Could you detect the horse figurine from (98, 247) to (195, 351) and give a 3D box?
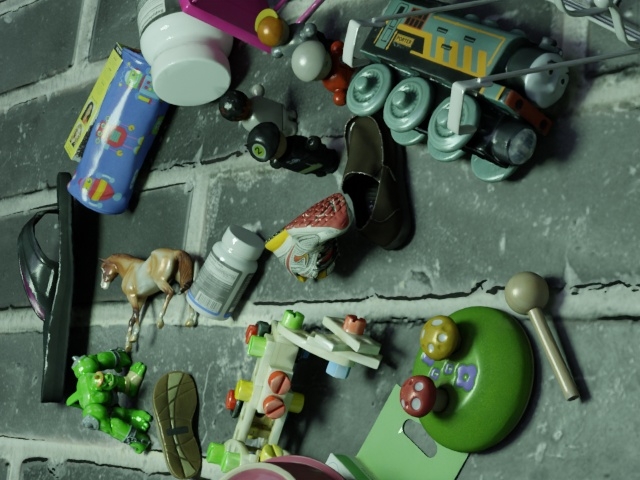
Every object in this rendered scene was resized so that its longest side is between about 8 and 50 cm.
[{"bbox_3d":[-0.281,0.078,2.050,0.263,0.066,0.174,-24,60,43],"label":"horse figurine"}]

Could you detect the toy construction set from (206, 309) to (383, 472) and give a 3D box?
[{"bbox_3d":[-0.053,0.224,1.664,0.328,0.151,0.215,-58,17,7],"label":"toy construction set"}]

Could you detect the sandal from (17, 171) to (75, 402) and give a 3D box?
[{"bbox_3d":[-0.513,0.076,2.252,0.167,0.107,0.446,130,142,-67],"label":"sandal"}]

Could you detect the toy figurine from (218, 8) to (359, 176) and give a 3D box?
[{"bbox_3d":[-0.044,-0.219,1.804,0.213,0.148,0.209,-61,41,17],"label":"toy figurine"}]

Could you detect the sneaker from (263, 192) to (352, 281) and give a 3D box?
[{"bbox_3d":[0.000,0.000,1.696,0.093,0.088,0.225,53,159,-1],"label":"sneaker"}]

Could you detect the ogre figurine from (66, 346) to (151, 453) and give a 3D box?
[{"bbox_3d":[-0.354,0.262,2.034,0.097,0.118,0.197,-25,60,43],"label":"ogre figurine"}]

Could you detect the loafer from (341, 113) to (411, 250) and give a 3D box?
[{"bbox_3d":[0.069,-0.094,1.682,0.080,0.078,0.220,-38,51,36],"label":"loafer"}]

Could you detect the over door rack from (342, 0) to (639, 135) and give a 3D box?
[{"bbox_3d":[0.218,-0.258,1.395,0.239,0.324,0.108,42,149,49],"label":"over door rack"}]

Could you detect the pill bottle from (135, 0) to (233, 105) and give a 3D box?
[{"bbox_3d":[-0.233,-0.380,2.073,0.162,0.162,0.278,-35,53,38],"label":"pill bottle"}]

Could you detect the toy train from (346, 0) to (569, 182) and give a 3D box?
[{"bbox_3d":[0.170,-0.204,1.565,0.334,0.142,0.190,30,92,50],"label":"toy train"}]

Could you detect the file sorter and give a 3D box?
[{"bbox_3d":[-0.121,-0.484,1.948,0.182,0.202,0.291,-43,48,29],"label":"file sorter"}]

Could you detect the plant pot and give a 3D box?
[{"bbox_3d":[-0.053,0.348,1.454,0.201,0.180,0.201,-6,67,14],"label":"plant pot"}]

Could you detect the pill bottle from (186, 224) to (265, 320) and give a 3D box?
[{"bbox_3d":[-0.146,0.050,1.890,0.137,0.078,0.078,-59,41,17],"label":"pill bottle"}]

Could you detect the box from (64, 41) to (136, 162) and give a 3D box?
[{"bbox_3d":[-0.389,-0.248,2.274,0.232,0.087,0.058,-60,39,18],"label":"box"}]

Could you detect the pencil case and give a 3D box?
[{"bbox_3d":[-0.351,-0.195,2.187,0.119,0.133,0.306,26,102,8],"label":"pencil case"}]

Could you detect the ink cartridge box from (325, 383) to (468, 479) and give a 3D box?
[{"bbox_3d":[0.074,0.323,1.560,0.171,0.056,0.235,40,110,48],"label":"ink cartridge box"}]

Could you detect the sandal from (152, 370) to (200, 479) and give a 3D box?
[{"bbox_3d":[-0.231,0.295,1.928,0.049,0.072,0.180,128,136,-57],"label":"sandal"}]

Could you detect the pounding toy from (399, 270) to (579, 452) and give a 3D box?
[{"bbox_3d":[0.171,0.146,1.451,0.237,0.110,0.183,-35,50,37],"label":"pounding toy"}]
